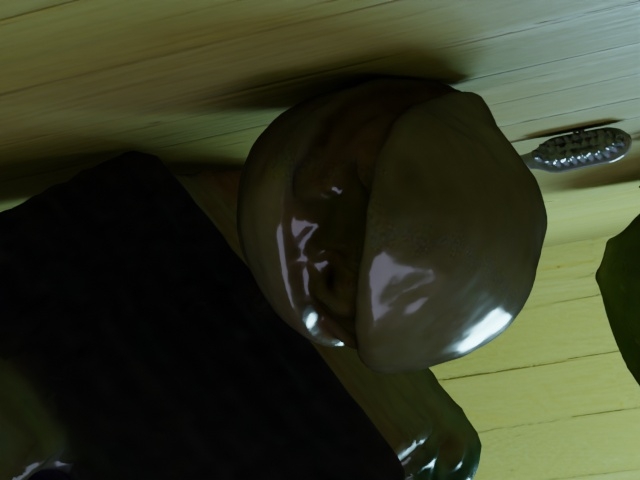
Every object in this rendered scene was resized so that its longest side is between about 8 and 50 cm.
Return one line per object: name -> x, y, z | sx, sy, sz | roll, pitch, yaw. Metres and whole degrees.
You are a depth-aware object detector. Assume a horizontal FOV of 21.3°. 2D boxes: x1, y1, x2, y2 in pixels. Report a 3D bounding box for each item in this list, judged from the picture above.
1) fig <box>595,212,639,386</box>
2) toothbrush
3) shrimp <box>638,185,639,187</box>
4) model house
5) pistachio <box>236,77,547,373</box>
fig -> 0.387, 0.058, 1.490 | 0.316, 0.316, 0.316 | -9, 177, -1
toothbrush -> 0.017, -0.028, 1.056 | 0.354, 0.024, 0.029 | -11, 171, 20
shrimp -> 0.300, -0.063, 1.091 | 0.150, 0.051, 0.217 | -16, 178, -29
model house -> -0.122, 0.122, 0.817 | 0.312, 0.245, 0.280 | -38, 173, 15
pistachio -> 0.030, -0.010, 0.690 | 0.124, 0.124, 0.185 | -10, 170, 12
